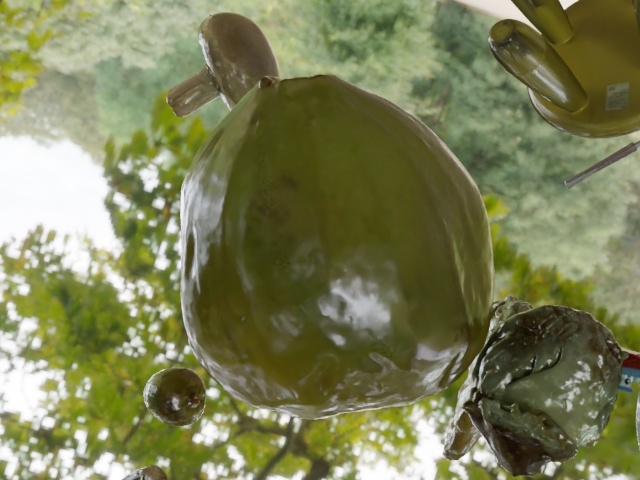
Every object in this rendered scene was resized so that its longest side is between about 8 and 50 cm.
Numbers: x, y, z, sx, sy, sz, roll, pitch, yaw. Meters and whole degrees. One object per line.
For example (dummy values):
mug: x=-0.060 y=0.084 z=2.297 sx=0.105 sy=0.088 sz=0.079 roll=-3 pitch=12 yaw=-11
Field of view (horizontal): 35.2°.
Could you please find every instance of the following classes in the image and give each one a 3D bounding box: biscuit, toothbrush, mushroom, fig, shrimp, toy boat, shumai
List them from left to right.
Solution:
shrimp: x=-0.393 y=0.534 z=1.915 sx=0.058 sy=0.296 sz=0.169 roll=42 pitch=-157 yaw=-32
fig: x=-0.187 y=0.194 z=1.262 sx=0.088 sy=0.074 sz=0.074 roll=3 pitch=171 yaw=37
mushroom: x=-0.181 y=-0.300 z=1.838 sx=0.207 sy=0.215 sz=0.207 roll=61 pitch=-174 yaw=-11
fig: x=0.010 y=0.000 z=1.015 sx=0.343 sy=0.343 sz=0.343 roll=19 pitch=-179 yaw=0
biscuit: x=0.284 y=0.189 z=1.629 sx=0.078 sy=0.329 sz=0.335 roll=23 pitch=-141 yaw=6
shumai: x=0.247 y=0.171 z=1.103 sx=0.184 sy=0.184 sz=0.142 roll=19 pitch=-147 yaw=2
toy boat: x=0.323 y=0.149 z=1.235 sx=0.173 sy=0.059 sz=0.069 roll=15 pitch=-175 yaw=-23
toothbrush: x=0.462 y=-0.135 z=1.543 sx=0.017 sy=0.194 sz=0.014 roll=48 pitch=-161 yaw=-26

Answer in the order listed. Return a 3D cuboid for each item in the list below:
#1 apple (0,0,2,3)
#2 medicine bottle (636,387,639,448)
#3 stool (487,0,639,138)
apple: x=-0.547 y=-0.391 z=1.454 sx=0.196 sy=0.196 sz=0.196 roll=19 pitch=-179 yaw=0
medicine bottle: x=0.562 y=0.216 z=1.173 sx=0.208 sy=0.208 sz=0.339 roll=18 pitch=162 yaw=-39
stool: x=0.155 y=-0.131 z=0.576 sx=0.135 sy=0.134 sz=0.110 roll=33 pitch=172 yaw=40
